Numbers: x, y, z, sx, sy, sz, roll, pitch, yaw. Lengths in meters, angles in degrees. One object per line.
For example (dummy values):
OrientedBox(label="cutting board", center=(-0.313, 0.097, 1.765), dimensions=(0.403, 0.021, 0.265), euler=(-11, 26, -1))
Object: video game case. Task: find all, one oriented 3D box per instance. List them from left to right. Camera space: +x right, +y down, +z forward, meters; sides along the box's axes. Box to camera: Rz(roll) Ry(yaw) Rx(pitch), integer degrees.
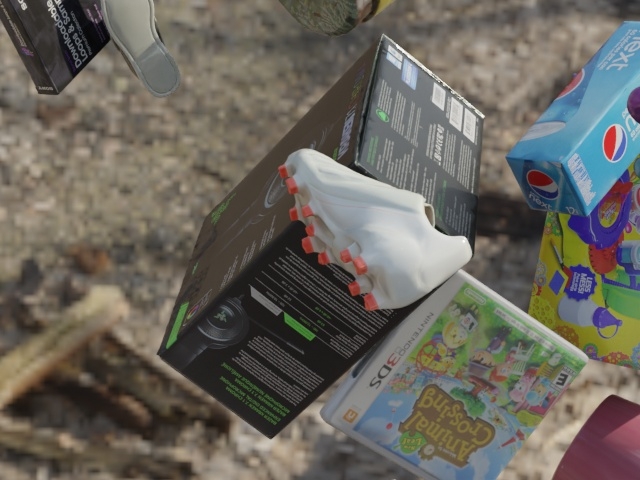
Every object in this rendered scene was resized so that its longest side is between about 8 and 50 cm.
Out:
OrientedBox(label="video game case", center=(0.133, 0.142, 1.727), dimensions=(0.212, 0.193, 0.023), euler=(33, 8, -32))

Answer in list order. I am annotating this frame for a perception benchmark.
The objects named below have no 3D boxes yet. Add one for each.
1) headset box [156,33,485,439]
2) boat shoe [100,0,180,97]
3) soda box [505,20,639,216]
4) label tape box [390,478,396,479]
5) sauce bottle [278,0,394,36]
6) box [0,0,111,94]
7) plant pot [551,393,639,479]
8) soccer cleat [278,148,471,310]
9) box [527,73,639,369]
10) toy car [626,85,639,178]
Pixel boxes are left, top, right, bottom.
OrientedBox(label="headset box", center=(0.000, 0.000, 1.547), dimensions=(0.131, 0.283, 0.246), euler=(38, 29, -15))
OrientedBox(label="boat shoe", center=(-0.157, -0.179, 1.500), dimensions=(0.046, 0.125, 0.038), euler=(-35, 34, -9))
OrientedBox(label="soda box", center=(0.266, -0.117, 1.655), dimensions=(0.071, 0.067, 0.210), euler=(10, 48, 47))
OrientedBox(label="label tape box", center=(0.076, 0.332, 1.025), dimensions=(0.333, 0.106, 0.241), euler=(50, 25, 6))
OrientedBox(label="sauce bottle", center=(0.100, -0.309, 1.610), dimensions=(0.111, 0.111, 0.344), euler=(28, 52, 33))
OrientedBox(label="box", center=(-0.206, -0.216, 1.491), dimensions=(0.029, 0.116, 0.162), euler=(9, 47, 37))
OrientedBox(label="plant pot", center=(0.357, 0.269, 1.922), dimensions=(0.180, 0.201, 0.201), euler=(34, 38, 18))
OrientedBox(label="soccer cleat", center=(0.032, -0.012, 1.172), dimensions=(0.076, 0.068, 0.196), euler=(-21, 30, -13))
OrientedBox(label="box", center=(0.363, -0.017, 1.919), dimensions=(0.177, 0.289, 0.279), euler=(12, 4, 21))
OrientedBox(label="toy car", center=(0.314, -0.100, 1.423), dimensions=(0.136, 0.182, 0.159), euler=(28, -14, -11))
